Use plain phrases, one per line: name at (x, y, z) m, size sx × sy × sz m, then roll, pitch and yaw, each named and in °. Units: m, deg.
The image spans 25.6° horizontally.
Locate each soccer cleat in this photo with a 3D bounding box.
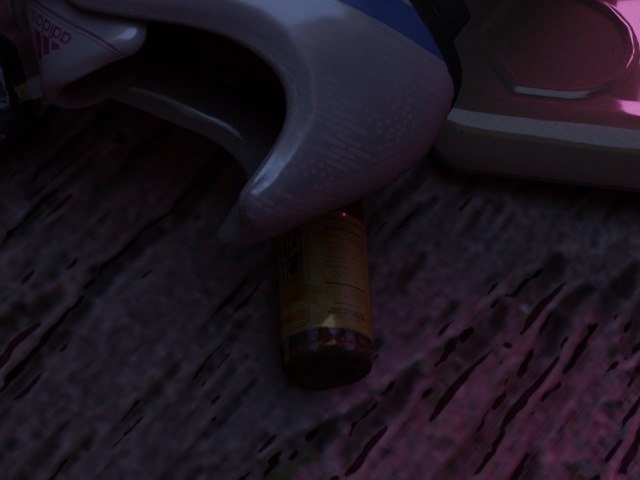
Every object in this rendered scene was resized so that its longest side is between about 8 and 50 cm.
soccer cleat at (-0.088, -0.140, 0.562) m, size 0.143 × 0.116 × 0.331 m, roll -40°, pitch 81°, yaw -22°

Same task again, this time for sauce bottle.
sauce bottle at (0.000, 0.000, 0.617) m, size 0.042 × 0.042 × 0.128 m, roll 2°, pitch 57°, yaw -8°

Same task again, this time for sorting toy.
sorting toy at (0.118, -0.122, 0.713) m, size 0.307 × 0.041 × 0.229 m, roll 7°, pitch 56°, yaw 2°

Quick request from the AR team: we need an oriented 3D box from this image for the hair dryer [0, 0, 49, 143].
hair dryer at (-0.110, -0.185, 0.683) m, size 0.223 × 0.080 × 0.293 m, roll -18°, pitch 73°, yaw -16°
